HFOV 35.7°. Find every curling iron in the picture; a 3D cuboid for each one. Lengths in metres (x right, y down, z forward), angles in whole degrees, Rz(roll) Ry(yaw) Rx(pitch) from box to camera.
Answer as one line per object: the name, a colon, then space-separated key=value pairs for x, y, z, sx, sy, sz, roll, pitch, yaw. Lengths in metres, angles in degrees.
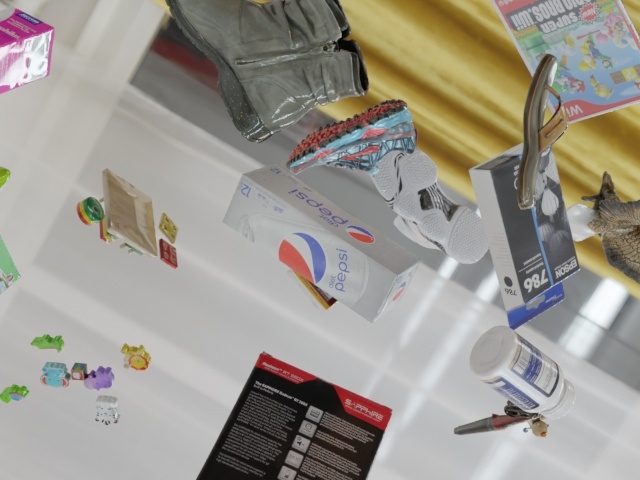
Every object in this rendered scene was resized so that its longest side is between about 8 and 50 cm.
curling iron: x=0.336 y=0.342 z=1.918 sx=0.035 sy=0.068 sz=0.274 roll=-52 pitch=-175 yaw=-30

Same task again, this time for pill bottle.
pill bottle: x=0.325 y=0.215 z=1.577 sx=0.094 sy=0.169 sz=0.094 roll=-41 pitch=-153 yaw=26

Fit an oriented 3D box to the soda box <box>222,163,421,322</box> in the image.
soda box: x=0.000 y=0.000 z=1.484 sx=0.098 sy=0.286 sz=0.091 roll=-27 pitch=147 yaw=-59

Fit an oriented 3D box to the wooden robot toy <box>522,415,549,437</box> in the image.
wooden robot toy: x=0.475 y=0.385 z=2.138 sx=0.079 sy=0.076 sz=0.173 roll=-107 pitch=179 yaw=-54

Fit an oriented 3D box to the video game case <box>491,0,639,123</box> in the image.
video game case: x=0.417 y=-0.336 z=1.641 sx=0.204 sy=0.285 sz=0.025 roll=-14 pitch=-155 yaw=48

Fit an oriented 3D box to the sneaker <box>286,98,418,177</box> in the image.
sneaker: x=0.063 y=-0.164 z=1.891 sx=0.261 sy=0.125 sz=0.104 roll=-21 pitch=-158 yaw=16

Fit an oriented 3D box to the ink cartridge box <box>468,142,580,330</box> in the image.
ink cartridge box: x=0.388 y=-0.005 z=1.839 sx=0.165 sy=0.333 sz=0.065 roll=-28 pitch=-160 yaw=-30

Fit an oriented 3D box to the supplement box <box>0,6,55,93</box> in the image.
supplement box: x=-0.624 y=-0.354 z=1.893 sx=0.220 sy=0.111 sz=0.114 roll=-41 pitch=154 yaw=-55

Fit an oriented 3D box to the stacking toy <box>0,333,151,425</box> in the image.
stacking toy: x=-0.425 y=0.239 z=1.731 sx=0.167 sy=0.221 sz=0.052 roll=-73 pitch=167 yaw=-59

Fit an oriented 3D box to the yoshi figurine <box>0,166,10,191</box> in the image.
yoshi figurine: x=-0.515 y=-0.102 z=1.153 sx=0.203 sy=0.203 sz=0.362 roll=-46 pitch=153 yaw=-33

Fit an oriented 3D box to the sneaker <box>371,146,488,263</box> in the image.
sneaker: x=0.206 y=-0.093 z=2.222 sx=0.137 sy=0.366 sz=0.210 roll=-50 pitch=-161 yaw=-8

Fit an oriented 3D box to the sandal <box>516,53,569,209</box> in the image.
sandal: x=0.317 y=-0.149 z=1.397 sx=0.090 sy=0.060 sz=0.220 roll=-7 pitch=105 yaw=-70

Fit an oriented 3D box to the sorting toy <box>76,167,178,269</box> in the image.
sorting toy: x=-0.353 y=-0.038 z=1.803 sx=0.046 sy=0.274 sz=0.132 roll=-24 pitch=-123 yaw=20

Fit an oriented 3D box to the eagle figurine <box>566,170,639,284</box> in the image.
eagle figurine: x=0.697 y=-0.035 z=2.167 sx=0.225 sy=0.226 sz=0.298 roll=-60 pitch=-149 yaw=16

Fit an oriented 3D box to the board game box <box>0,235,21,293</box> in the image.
board game box: x=-0.590 y=-0.006 z=1.476 sx=0.213 sy=0.046 sz=0.317 roll=-50 pitch=138 yaw=-40

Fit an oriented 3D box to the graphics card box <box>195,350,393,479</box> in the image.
graphics card box: x=-0.061 y=0.367 z=1.455 sx=0.094 sy=0.232 sz=0.371 roll=110 pitch=5 yaw=-49

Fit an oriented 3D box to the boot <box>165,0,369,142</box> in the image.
boot: x=-0.056 y=-0.238 z=1.047 sx=0.161 sy=0.247 sz=0.083 roll=-26 pitch=-172 yaw=25

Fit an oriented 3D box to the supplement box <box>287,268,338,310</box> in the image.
supplement box: x=0.001 y=0.073 z=1.933 sx=0.080 sy=0.104 sz=0.188 roll=-40 pitch=-179 yaw=-6
